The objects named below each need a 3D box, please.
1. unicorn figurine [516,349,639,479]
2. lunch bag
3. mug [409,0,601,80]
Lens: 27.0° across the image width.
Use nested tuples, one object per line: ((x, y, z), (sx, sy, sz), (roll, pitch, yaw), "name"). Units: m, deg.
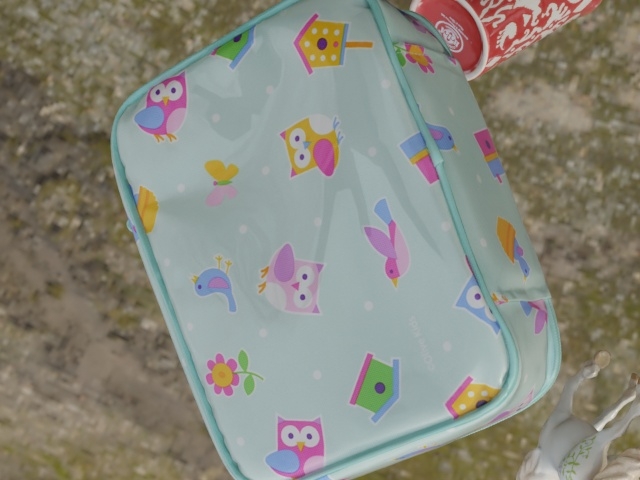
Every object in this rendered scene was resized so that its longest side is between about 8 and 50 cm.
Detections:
((0.167, 0.129, 0.842), (0.060, 0.111, 0.162), (37, -176, 5), "unicorn figurine")
((0.000, 0.000, 0.798), (0.224, 0.279, 0.108), (-28, 165, 27), "lunch bag")
((0.155, -0.226, 1.224), (0.150, 0.169, 0.113), (23, 137, 38), "mug")
